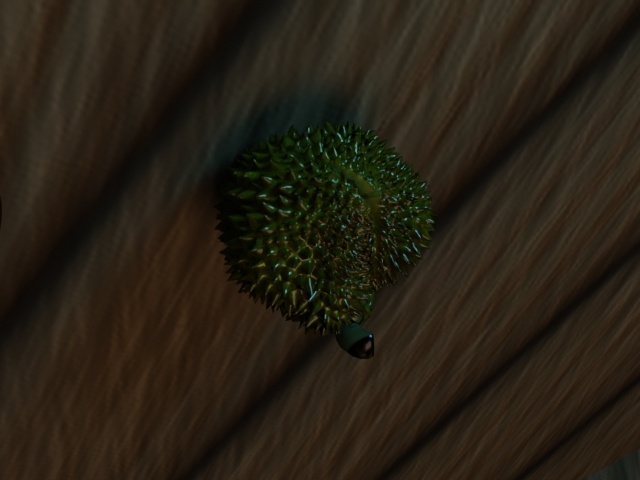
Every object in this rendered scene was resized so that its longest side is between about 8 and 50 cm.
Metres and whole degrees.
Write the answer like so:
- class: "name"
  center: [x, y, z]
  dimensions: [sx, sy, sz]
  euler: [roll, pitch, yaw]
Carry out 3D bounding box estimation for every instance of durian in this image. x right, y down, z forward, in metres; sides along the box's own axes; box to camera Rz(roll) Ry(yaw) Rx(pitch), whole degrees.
- class: "durian"
  center: [0.004, -0.014, 0.966]
  dimensions: [0.159, 0.146, 0.198]
  euler: [-51, 154, 4]

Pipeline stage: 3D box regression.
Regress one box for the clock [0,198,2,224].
- class: "clock"
  center: [-0.347, 0.018, 0.755]
  dimensions: [0.318, 0.080, 0.318]
  euler: [-25, 155, -13]
